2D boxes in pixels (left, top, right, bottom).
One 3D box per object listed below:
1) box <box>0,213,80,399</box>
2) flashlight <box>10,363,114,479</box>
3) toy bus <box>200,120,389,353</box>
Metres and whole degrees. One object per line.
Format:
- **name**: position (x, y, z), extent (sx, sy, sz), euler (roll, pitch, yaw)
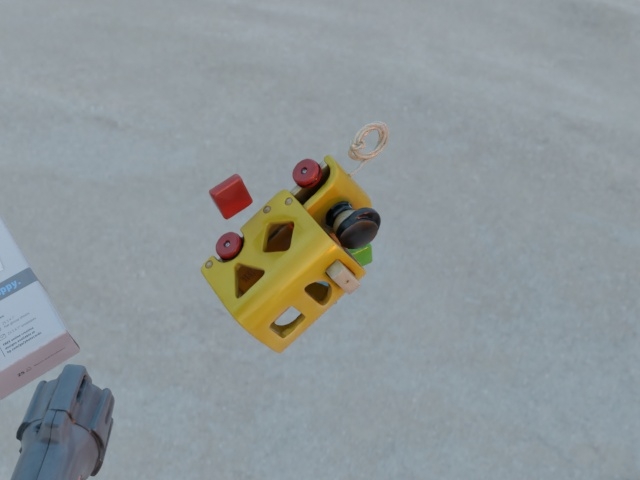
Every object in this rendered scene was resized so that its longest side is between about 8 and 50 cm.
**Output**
- **box**: position (-0.269, 0.036, 0.724), extent (0.145, 0.038, 0.186), euler (-31, 63, -12)
- **flashlight**: position (-0.236, 0.249, 0.877), extent (0.103, 0.103, 0.304), euler (-29, 29, 24)
- **toy bus**: position (-0.006, 0.010, 1.000), extent (0.190, 0.202, 0.104), euler (-13, 44, -29)
